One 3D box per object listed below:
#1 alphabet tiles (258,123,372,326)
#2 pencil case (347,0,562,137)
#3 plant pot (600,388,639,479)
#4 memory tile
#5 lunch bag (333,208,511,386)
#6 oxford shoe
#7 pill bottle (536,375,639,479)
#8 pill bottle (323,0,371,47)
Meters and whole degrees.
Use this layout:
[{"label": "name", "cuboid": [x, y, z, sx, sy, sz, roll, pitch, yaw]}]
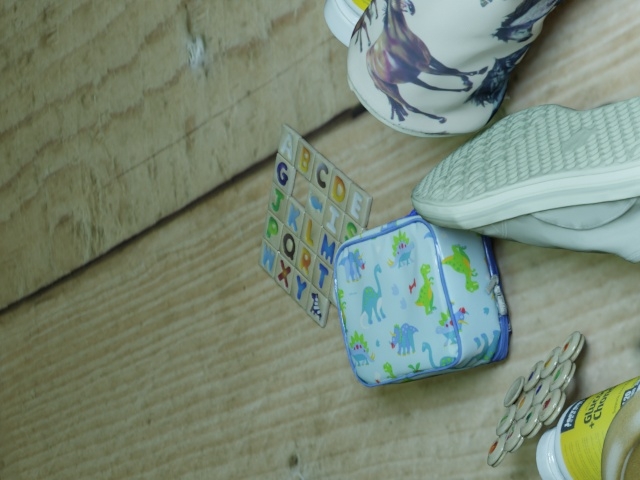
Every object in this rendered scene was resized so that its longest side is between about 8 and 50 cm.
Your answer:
[{"label": "alphabet tiles", "cuboid": [0.000, 0.000, 2.210, 0.237, 0.009, 0.198, 43, 131, 46]}, {"label": "pencil case", "cuboid": [0.183, -0.269, 1.706, 0.160, 0.183, 0.410, 61, 141, 21]}, {"label": "plant pot", "cuboid": [0.347, 0.222, 1.582, 0.236, 0.032, 0.236, 12, 118, 24]}, {"label": "memory tile", "cuboid": [0.212, 0.157, 1.838, 0.148, 0.012, 0.113, -51, 11, 52]}, {"label": "lunch bag", "cuboid": [0.105, 0.059, 1.980, 0.219, 0.090, 0.176, -22, 80, 57]}, {"label": "oxford shoe", "cuboid": [0.235, -0.045, 1.713, 0.130, 0.169, 0.449, 51, 156, -19]}, {"label": "pill bottle", "cuboid": [0.282, 0.186, 1.717, 0.184, 0.103, 0.103, -33, 69, 55]}, {"label": "pill bottle", "cuboid": [0.087, -0.291, 1.901, 0.119, 0.119, 0.208, 64, 143, 26]}]
